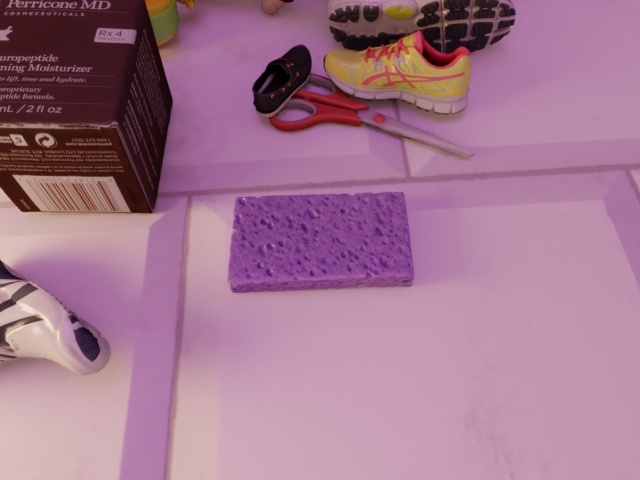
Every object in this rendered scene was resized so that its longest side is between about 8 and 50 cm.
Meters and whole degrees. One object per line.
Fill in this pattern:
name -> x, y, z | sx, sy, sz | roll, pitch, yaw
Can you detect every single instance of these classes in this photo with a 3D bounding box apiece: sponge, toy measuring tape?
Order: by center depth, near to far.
sponge -> 0.000, 0.000, 0.587 | 0.209, 0.031, 0.117 | -2, 61, 0
toy measuring tape -> -0.318, -0.313, 0.711 | 0.330, 0.121, 0.121 | -29, 64, -23

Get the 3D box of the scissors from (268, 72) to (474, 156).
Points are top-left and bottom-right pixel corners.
scissors -> 0.067, -0.180, 0.692 | 0.296, 0.021, 0.109 | 10, 59, 8

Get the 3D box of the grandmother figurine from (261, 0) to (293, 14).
grandmother figurine -> -0.095, -0.440, 0.736 | 0.342, 0.208, 0.104 | 8, 56, 30

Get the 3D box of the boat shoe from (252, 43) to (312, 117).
boat shoe -> -0.050, -0.230, 0.692 | 0.048, 0.042, 0.133 | 23, 63, 16

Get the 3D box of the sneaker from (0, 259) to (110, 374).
sneaker -> -0.334, 0.107, 0.497 | 0.234, 0.094, 0.153 | 29, 66, 16

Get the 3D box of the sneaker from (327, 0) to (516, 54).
sneaker -> 0.148, -0.349, 0.734 | 0.275, 0.107, 0.110 | 7, 66, 5

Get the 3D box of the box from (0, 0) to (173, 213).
box -> -0.287, -0.158, 0.598 | 0.168, 0.167, 0.203 | 0, 61, -3

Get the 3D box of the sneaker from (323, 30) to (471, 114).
sneaker -> 0.107, -0.244, 0.680 | 0.208, 0.094, 0.082 | 11, 48, 5
